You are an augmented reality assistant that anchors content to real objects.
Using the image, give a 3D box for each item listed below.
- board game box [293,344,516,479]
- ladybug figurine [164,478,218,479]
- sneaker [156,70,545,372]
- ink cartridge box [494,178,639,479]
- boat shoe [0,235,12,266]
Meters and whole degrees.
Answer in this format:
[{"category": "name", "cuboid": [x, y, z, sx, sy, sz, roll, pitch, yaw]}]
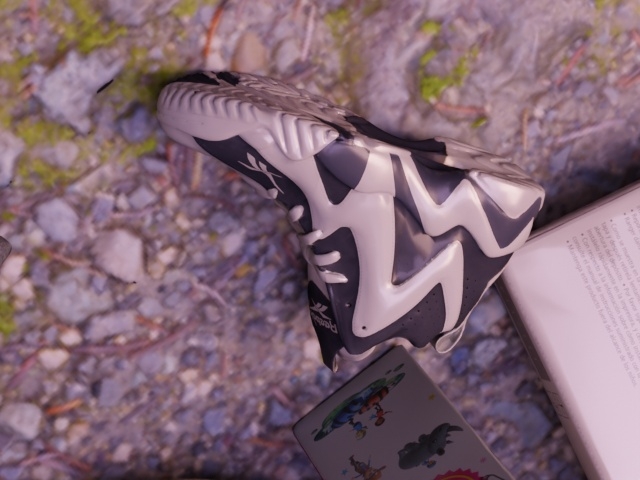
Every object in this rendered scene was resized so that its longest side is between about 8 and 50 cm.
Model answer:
[{"category": "board game box", "cuboid": [0.115, 0.224, 1.160, 0.097, 0.303, 0.224, -37, 117, -3]}, {"category": "ladybug figurine", "cuboid": [-0.049, 0.350, 1.229, 0.305, 0.162, 0.449, -28, 117, -7]}, {"category": "sneaker", "cuboid": [0.000, 0.000, 1.150, 0.235, 0.094, 0.153, 15, 105, -24]}, {"category": "ink cartridge box", "cuboid": [0.283, 0.086, 1.227, 0.261, 0.066, 0.296, -25, 91, -4]}, {"category": "boat shoe", "cuboid": [-0.265, 0.121, 1.091, 0.105, 0.113, 0.306, 25, 91, -12]}]
